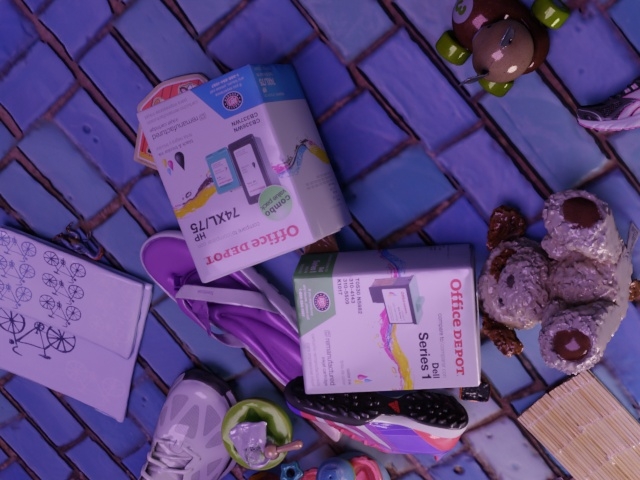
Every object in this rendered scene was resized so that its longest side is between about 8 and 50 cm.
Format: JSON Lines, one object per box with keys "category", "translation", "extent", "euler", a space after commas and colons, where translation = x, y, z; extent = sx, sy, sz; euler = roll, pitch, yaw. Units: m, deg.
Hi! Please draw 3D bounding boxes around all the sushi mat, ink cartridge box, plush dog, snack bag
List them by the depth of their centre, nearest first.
{"category": "plush dog", "translation": [0.341, 0.061, 1.561], "extent": [0.225, 0.210, 0.263], "euler": [1, 87, 36]}
{"category": "ink cartridge box", "translation": [-0.108, -0.104, 1.575], "extent": [0.198, 0.197, 0.270], "euler": [-21, 92, 19]}
{"category": "ink cartridge box", "translation": [0.109, 0.123, 1.641], "extent": [0.278, 0.117, 0.201], "euler": [-4, 106, 8]}
{"category": "sushi mat", "translation": [0.479, 0.357, 1.712], "extent": [0.316, 0.019, 0.151], "euler": [47, 119, -5]}
{"category": "snack bag", "translation": [-0.493, 0.164, 1.985], "extent": [0.323, 0.037, 0.343], "euler": [21, 120, 8]}

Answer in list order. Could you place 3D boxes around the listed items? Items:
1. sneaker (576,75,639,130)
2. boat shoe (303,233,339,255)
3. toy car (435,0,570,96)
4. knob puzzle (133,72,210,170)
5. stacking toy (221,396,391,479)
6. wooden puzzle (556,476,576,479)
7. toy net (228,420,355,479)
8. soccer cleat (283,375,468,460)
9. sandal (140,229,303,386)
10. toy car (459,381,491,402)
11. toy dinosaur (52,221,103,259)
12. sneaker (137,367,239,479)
{"category": "sneaker", "translation": [0.445, -0.197, 1.446], "extent": [0.178, 0.072, 0.077], "euler": [-5, 100, 15]}
{"category": "boat shoe", "translation": [0.000, 0.000, 1.709], "extent": [0.063, 0.059, 0.170], "euler": [-9, 105, 8]}
{"category": "toy car", "translation": [0.232, -0.269, 1.413], "extent": [0.149, 0.188, 0.155], "euler": [38, 121, 1]}
{"category": "knob puzzle", "translation": [-0.220, -0.184, 1.723], "extent": [0.213, 0.030, 0.213], "euler": [9, 116, 18]}
{"category": "stacking toy", "translation": [-0.028, 0.400, 1.900], "extent": [0.308, 0.130, 0.280], "euler": [-9, 95, 17]}
{"category": "wooden puzzle", "translation": [0.435, 0.424, 1.770], "extent": [0.083, 0.006, 0.049], "euler": [39, 122, 0]}
{"category": "toy net", "translation": [-0.060, 0.396, 1.808], "extent": [0.232, 0.045, 0.122], "euler": [25, 88, 18]}
{"category": "soccer cleat", "translation": [0.085, 0.302, 1.742], "extent": [0.318, 0.109, 0.116], "euler": [11, 124, -15]}
{"category": "sandal", "translation": [-0.148, 0.126, 1.781], "extent": [0.416, 0.102, 0.169], "euler": [34, 128, 9]}
{"category": "toy car", "translation": [0.245, 0.212, 1.737], "extent": [0.040, 0.060, 0.122], "euler": [-176, 77, -68]}
{"category": "toy dinosaur", "translation": [-0.435, 0.006, 1.905], "extent": [0.082, 0.047, 0.090], "euler": [47, 155, -15]}
{"category": "sneaker", "translation": [-0.280, 0.464, 1.920], "extent": [0.169, 0.257, 0.448], "euler": [23, 120, 10]}
